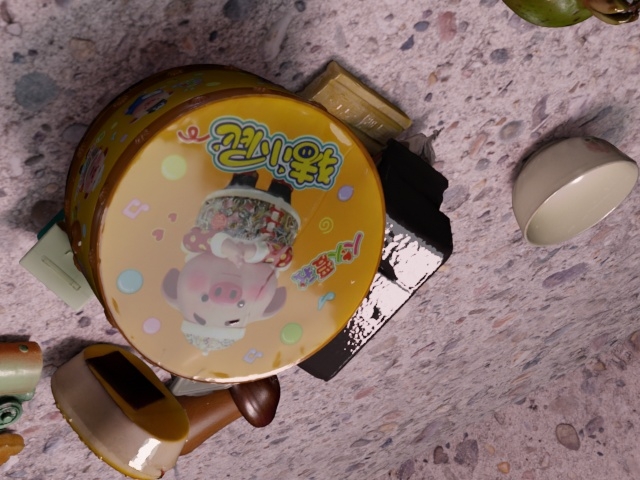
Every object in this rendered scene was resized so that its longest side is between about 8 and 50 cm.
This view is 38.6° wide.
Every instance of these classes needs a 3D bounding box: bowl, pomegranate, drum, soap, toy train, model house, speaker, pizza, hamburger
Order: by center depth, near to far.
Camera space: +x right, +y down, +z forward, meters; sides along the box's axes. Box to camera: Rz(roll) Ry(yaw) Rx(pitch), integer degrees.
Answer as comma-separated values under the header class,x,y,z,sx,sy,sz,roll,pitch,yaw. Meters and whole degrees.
class,x,y,z,sx,sy,sz,roll,pitch,yaw
pomegranate,0.328,-0.380,1.272,0.159,0.241,0.190,3,156,-46
drum,-0.130,-0.027,1.276,0.431,0.214,0.431,-9,113,-22
model house,-0.371,0.014,1.416,0.100,0.149,0.127,-41,106,18
soap,0.059,-0.213,1.512,0.092,0.037,0.252,-38,150,19
speaker,0.061,0.036,1.571,0.180,0.184,0.388,36,111,-19
toy train,-0.621,0.244,1.587,0.285,0.116,0.177,4,125,-44
hamburger,-0.385,0.331,1.734,0.151,0.295,0.227,-49,153,13
pizza,-0.729,0.442,1.846,0.246,0.058,0.127,-22,149,-14
bowl,0.521,-0.123,1.944,0.277,0.145,0.277,-21,148,-14

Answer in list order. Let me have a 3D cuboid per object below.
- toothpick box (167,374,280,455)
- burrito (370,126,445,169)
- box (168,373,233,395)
class,x,y,z,sx,sy,sz,roll,pitch,yaw
toothpick box,-0.232,0.358,2.019,0.294,0.192,0.192,-28,151,9
burrito,0.073,-0.038,1.661,0.139,0.101,0.445,31,103,-19
box,-0.217,0.189,1.812,0.163,0.135,0.243,-3,142,-39
